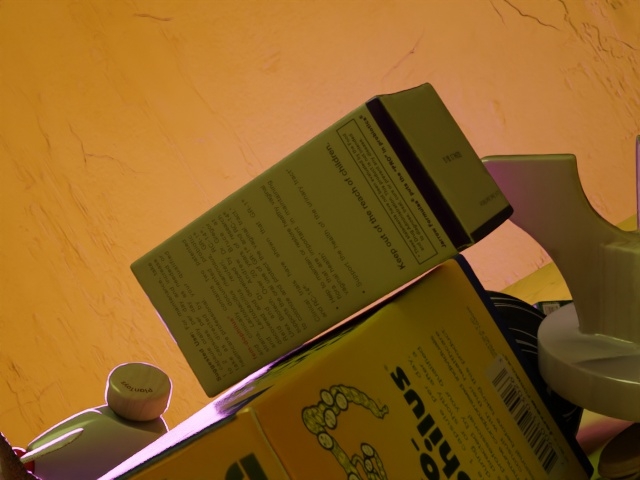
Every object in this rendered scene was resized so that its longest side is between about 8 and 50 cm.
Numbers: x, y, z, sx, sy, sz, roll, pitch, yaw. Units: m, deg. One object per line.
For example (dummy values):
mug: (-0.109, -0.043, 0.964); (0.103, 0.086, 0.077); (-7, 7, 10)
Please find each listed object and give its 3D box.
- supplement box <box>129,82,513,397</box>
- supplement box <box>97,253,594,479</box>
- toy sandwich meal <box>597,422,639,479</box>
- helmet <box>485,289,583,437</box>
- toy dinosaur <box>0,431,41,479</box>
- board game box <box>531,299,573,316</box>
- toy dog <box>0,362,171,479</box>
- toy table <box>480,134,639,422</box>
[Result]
supplement box: (0.000, 0.000, 0.810); (0.220, 0.114, 0.111); (-34, -2, 24)
supplement box: (0.012, 0.168, 0.757); (0.194, 0.195, 0.356); (-32, -2, 26)
toy sandwich meal: (0.223, 0.141, 0.799); (0.086, 0.029, 0.085); (-33, 2, 1)
helmet: (0.125, 0.124, 0.999); (0.169, 0.162, 0.169); (-160, 90, -89)
toy dinosaur: (-0.248, 0.322, 1.057); (0.200, 0.295, 0.127); (-6, -23, 30)
board game box: (0.242, 0.112, 1.354); (0.136, 0.030, 0.259); (0, -19, -20)
toy dog: (-0.287, 0.287, 1.448); (0.334, 0.161, 0.220); (-36, -40, -31)
toy table: (0.241, 0.015, 0.858); (0.252, 0.160, 0.274); (-2, 10, 1)
